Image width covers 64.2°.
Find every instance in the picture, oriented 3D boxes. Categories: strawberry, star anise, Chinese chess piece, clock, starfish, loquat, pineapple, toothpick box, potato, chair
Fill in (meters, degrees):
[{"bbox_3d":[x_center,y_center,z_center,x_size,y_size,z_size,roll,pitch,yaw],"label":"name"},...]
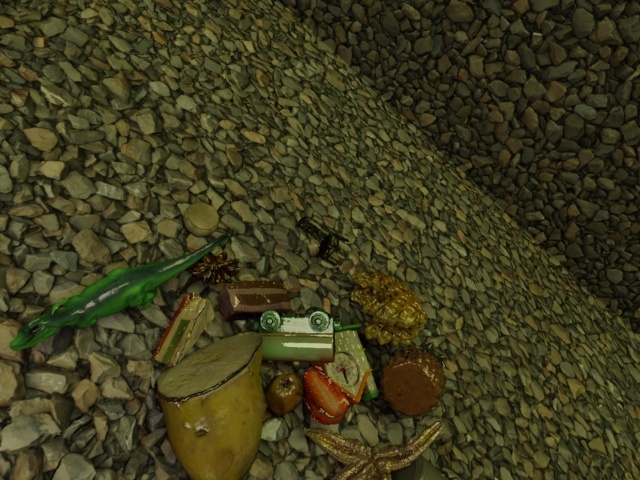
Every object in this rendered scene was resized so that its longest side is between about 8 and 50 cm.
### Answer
[{"bbox_3d":[0.007,0.479,1.564,0.121,0.082,0.188,-7,48,-34],"label":"strawberry"},{"bbox_3d":[-0.372,0.095,1.635,0.233,0.074,0.177,-6,34,-33],"label":"star anise"},{"bbox_3d":[-0.411,-0.073,1.760,0.122,0.051,0.122,17,51,-23],"label":"Chinese chess piece"},{"bbox_3d":[0.070,0.424,1.701,0.219,0.106,0.256,-2,60,-37],"label":"clock"},{"bbox_3d":[0.132,0.657,1.482,0.397,0.132,0.384,12,38,14],"label":"starfish"},{"bbox_3d":[-0.110,0.454,1.529,0.137,0.137,0.113,-21,63,-43],"label":"loquat"},{"bbox_3d":[0.340,0.456,1.802,0.223,0.223,0.357,50,21,5],"label":"pineapple"},{"bbox_3d":[0.352,0.810,1.540,0.316,0.229,0.229,40,44,-5],"label":"toothpick box"},{"bbox_3d":[-0.270,0.464,1.382,0.397,0.289,0.296,-73,148,-81],"label":"potato"},{"bbox_3d":[0.000,0.000,1.984,0.212,0.084,0.102,30,42,-15],"label":"chair"}]

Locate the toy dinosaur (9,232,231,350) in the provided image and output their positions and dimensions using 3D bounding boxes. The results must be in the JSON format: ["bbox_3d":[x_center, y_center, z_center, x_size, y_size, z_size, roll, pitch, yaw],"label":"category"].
[{"bbox_3d":[-0.500,0.100,1.318,0.144,0.499,0.374,58,10,2],"label":"toy dinosaur"}]

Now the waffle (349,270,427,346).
[{"bbox_3d":[0.244,0.243,1.861,0.260,0.151,0.324,16,25,-15],"label":"waffle"}]

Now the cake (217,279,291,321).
[{"bbox_3d":[-0.219,0.198,1.689,0.295,0.112,0.116,4,62,-48],"label":"cake"}]

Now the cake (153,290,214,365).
[{"bbox_3d":[-0.393,0.242,1.477,0.086,0.117,0.220,15,37,21],"label":"cake"}]

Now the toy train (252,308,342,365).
[{"bbox_3d":[-0.073,0.303,1.597,0.285,0.116,0.177,0,83,6],"label":"toy train"}]
